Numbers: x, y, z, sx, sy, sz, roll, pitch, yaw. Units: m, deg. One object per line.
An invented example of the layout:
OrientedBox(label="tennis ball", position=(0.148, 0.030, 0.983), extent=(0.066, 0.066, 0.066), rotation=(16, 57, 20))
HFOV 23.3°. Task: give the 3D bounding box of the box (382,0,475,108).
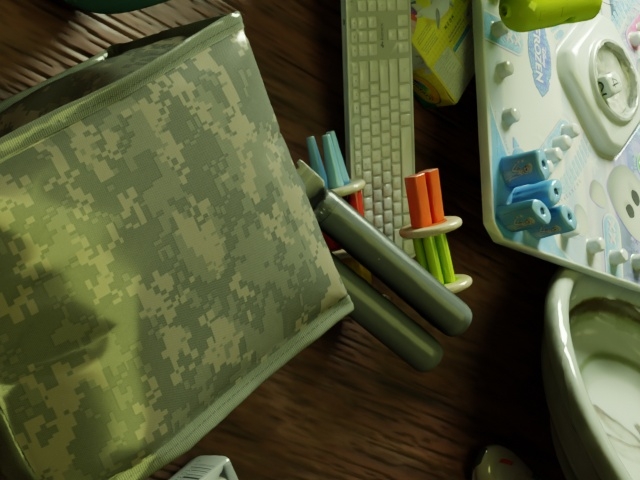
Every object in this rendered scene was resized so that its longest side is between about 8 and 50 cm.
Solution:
OrientedBox(label="box", position=(0.078, -0.213, 1.339), extent=(0.179, 0.043, 0.105), rotation=(52, 53, -30))

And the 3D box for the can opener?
OrientedBox(label="can opener", position=(0.000, 0.000, 1.174), extent=(0.280, 0.093, 0.074), rotation=(40, 91, -19))

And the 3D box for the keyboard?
OrientedBox(label="keyboard", position=(0.050, -0.108, 1.286), extent=(0.072, 0.014, 0.256), rotation=(-8, 101, -35))

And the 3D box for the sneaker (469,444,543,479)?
OrientedBox(label="sneaker", position=(0.201, 0.235, 1.389), extent=(0.161, 0.075, 0.057), rotation=(50, 54, -30))

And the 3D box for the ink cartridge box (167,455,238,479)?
OrientedBox(label="ink cartridge box", position=(-0.105, 0.295, 1.105), extent=(0.206, 0.045, 0.208), rotation=(-37, 112, -41))

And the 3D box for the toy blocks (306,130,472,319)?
OrientedBox(label="toy blocks", position=(0.051, -0.022, 1.251), extent=(0.123, 0.054, 0.148), rotation=(-14, 101, -9))

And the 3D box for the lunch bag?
OrientedBox(label="lunch bag", position=(-0.145, 0.016, 1.009), extent=(0.287, 0.169, 0.235), rotation=(-37, 112, -45))

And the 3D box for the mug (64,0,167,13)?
OrientedBox(label="mug", position=(-0.137, -0.229, 1.090), extent=(0.158, 0.097, 0.129), rotation=(-36, 110, -41))

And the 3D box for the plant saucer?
OrientedBox(label="plant saucer", position=(0.316, 0.200, 1.427), extent=(0.400, 0.100, 0.400), rotation=(35, 33, -26))

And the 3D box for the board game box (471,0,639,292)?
OrientedBox(label="board game box", position=(0.280, -0.153, 1.475), extent=(0.390, 0.050, 0.389), rotation=(17, 66, -46))

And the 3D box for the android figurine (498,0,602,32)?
OrientedBox(label="android figurine", position=(0.158, -0.297, 1.317), extent=(0.273, 0.056, 0.248), rotation=(-16, 84, -34))
